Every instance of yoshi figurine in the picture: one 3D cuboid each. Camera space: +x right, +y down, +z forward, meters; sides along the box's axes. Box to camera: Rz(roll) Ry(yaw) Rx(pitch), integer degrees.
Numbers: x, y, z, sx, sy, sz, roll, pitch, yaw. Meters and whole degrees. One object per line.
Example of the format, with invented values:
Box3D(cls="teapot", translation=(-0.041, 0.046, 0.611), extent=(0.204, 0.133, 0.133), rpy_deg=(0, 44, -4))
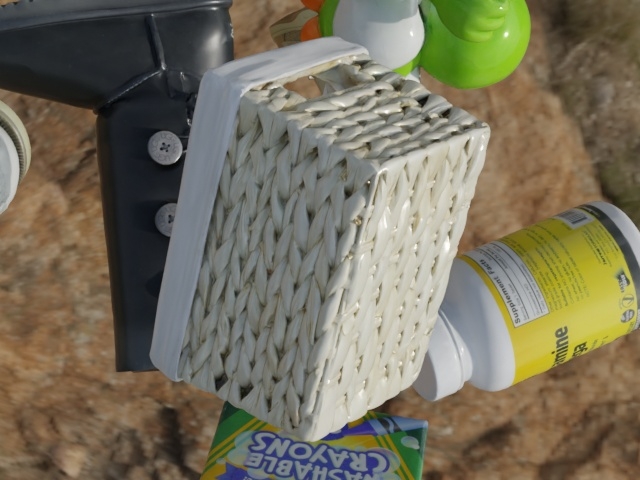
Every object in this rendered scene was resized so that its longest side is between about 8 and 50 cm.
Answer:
Box3D(cls="yoshi figurine", translation=(0.092, -0.259, 1.237), extent=(0.203, 0.203, 0.362), rpy_deg=(-46, 145, -31))

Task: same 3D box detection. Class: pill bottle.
Box3D(cls="pill bottle", translation=(0.266, 0.087, 1.943), extent=(0.334, 0.188, 0.188), rpy_deg=(-22, 95, -15))

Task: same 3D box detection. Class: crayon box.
Box3D(cls="crayon box", translation=(-0.017, 0.271, 1.329), extent=(0.203, 0.323, 0.083), rpy_deg=(9, 121, 3))

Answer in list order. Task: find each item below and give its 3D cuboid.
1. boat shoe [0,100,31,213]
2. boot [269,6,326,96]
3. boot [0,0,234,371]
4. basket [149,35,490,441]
Box3D(cls="boat shoe", translation=(-0.326, -0.034, 0.856), extent=(0.302, 0.103, 0.113), rpy_deg=(0, 122, 6))
Box3D(cls="boot", translation=(0.024, -0.196, 1.822), extent=(0.095, 0.262, 0.203), rpy_deg=(-23, 96, -15))
Box3D(cls="boot", translation=(-0.244, -0.061, 1.693), extent=(0.367, 0.146, 0.445), rpy_deg=(-10, 93, -1))
Box3D(cls="basket", translation=(0.000, 0.000, 0.712), extent=(0.113, 0.103, 0.167), rpy_deg=(-23, 134, -49))
